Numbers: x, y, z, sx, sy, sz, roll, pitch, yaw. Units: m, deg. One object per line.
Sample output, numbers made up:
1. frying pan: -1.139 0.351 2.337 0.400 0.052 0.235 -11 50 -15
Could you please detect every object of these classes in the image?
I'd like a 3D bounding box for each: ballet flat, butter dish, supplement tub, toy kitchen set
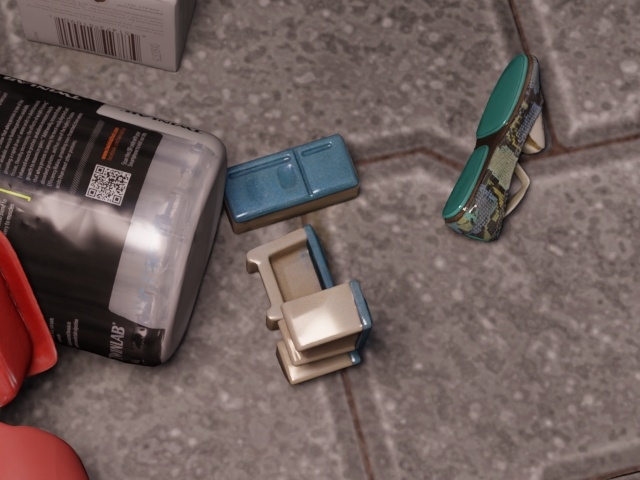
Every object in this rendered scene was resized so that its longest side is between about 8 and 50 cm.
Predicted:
1. ballet flat: 0.171 -0.081 1.395 0.070 0.070 0.188 25 74 4
2. butter dish: -0.293 0.087 1.142 0.160 0.160 0.118 -14 39 1
3. supplement tub: -0.262 -0.032 1.267 0.338 0.207 0.207 16 72 1
4. toy kitchen set: 0.000 0.000 1.295 0.122 0.166 0.207 -18 75 -9

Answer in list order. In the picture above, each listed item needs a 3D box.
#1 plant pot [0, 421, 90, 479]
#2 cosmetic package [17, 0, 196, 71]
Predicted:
1. plant pot: -0.258 0.288 1.136 0.275 0.275 0.243 -11 52 -7
2. cosmetic package: -0.182 -0.278 1.380 0.151 0.151 0.183 12 72 -1
